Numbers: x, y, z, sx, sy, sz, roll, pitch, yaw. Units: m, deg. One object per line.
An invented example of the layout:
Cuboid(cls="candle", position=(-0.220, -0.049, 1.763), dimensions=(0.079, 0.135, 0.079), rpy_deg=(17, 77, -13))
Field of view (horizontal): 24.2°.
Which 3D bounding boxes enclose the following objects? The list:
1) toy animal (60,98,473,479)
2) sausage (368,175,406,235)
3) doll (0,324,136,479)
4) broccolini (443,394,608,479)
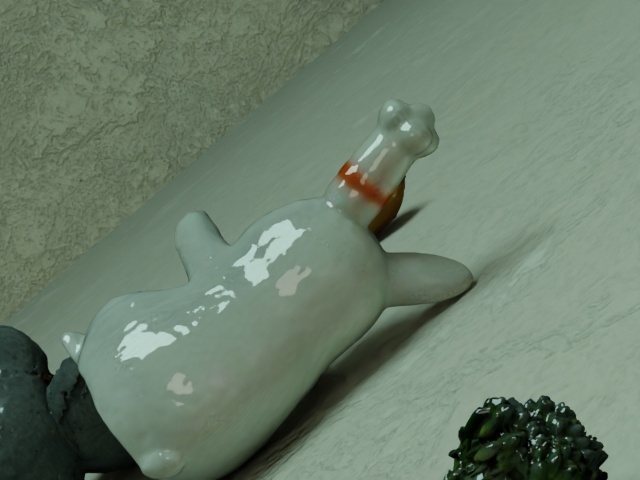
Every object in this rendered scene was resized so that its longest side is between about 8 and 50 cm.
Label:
Cuboid(cls="toy animal", position=(-0.025, 0.037, 0.965), dimensions=(0.282, 0.140, 0.138), rpy_deg=(-44, 20, -11))
Cuboid(cls="sausage", position=(0.000, 0.000, 1.258), dimensions=(0.183, 0.054, 0.062), rpy_deg=(-35, 43, 8))
Cuboid(cls="doll", position=(-0.180, 0.104, 1.118), dimensions=(0.340, 0.158, 0.246), rpy_deg=(-41, 1, -11))
Cuboid(cls="broccolini", position=(0.037, 0.146, 0.557), dimensions=(0.202, 0.068, 0.091), rpy_deg=(-54, -2, 0))
